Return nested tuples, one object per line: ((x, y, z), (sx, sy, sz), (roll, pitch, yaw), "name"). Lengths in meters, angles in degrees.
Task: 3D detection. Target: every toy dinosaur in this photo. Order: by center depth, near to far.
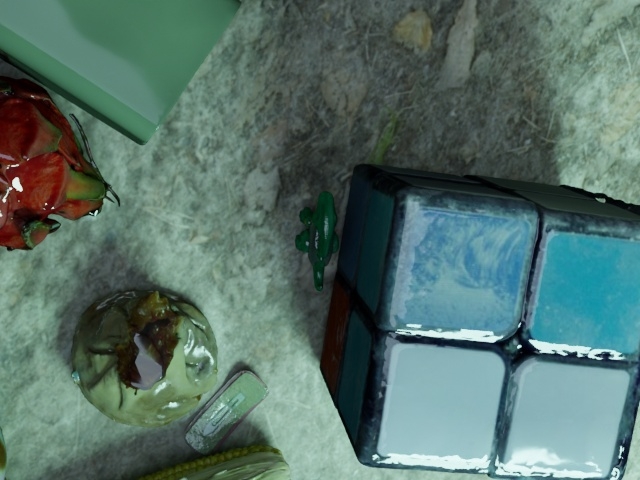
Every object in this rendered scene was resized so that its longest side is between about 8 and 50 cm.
((0.000, 0.000, 1.114), (0.059, 0.096, 0.132), (1, 98, -7), "toy dinosaur")

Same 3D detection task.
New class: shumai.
((-0.224, 0.157, 1.104), (0.201, 0.120, 0.201), (-1, 99, -9), "shumai")

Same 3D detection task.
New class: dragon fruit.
((-0.376, -0.083, 1.008), (0.293, 0.234, 0.234), (20, 100, -47), "dragon fruit")

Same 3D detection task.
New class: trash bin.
((-0.289, -0.286, 0.974), (0.343, 0.158, 0.223), (35, 84, -13), "trash bin")

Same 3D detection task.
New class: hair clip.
((-0.130, 0.237, 1.181), (0.054, 0.022, 0.137), (41, 94, -12), "hair clip")

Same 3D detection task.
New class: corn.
((-0.182, 0.364, 1.147), (0.305, 0.123, 0.122), (-18, 105, -3), "corn")

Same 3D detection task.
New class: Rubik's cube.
((0.188, 0.084, 1.044), (0.313, 0.316, 0.318), (7, 99, -9), "Rubik's cube")

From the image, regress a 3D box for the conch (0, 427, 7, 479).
((-0.513, 0.273, 1.043), (0.249, 0.197, 0.368), (-33, 95, -7), "conch")
